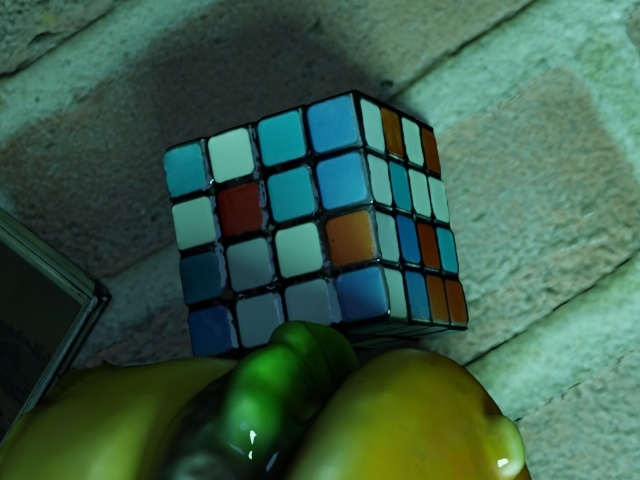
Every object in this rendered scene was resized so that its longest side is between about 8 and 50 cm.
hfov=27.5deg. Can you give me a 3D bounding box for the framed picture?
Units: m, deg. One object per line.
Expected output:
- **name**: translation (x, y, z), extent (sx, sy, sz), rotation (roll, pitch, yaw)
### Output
- **framed picture**: translation (-0.316, 0.059, 1.120), extent (0.252, 0.014, 0.197), rotation (35, 99, 23)

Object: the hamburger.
- **hamburger**: translation (-0.010, 0.239, 0.755), extent (0.278, 0.396, 0.395), rotation (-3, 83, 25)

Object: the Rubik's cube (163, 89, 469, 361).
- **Rubik's cube**: translation (0.000, 0.000, 0.908), extent (0.151, 0.155, 0.154), rotation (-14, 78, 22)
